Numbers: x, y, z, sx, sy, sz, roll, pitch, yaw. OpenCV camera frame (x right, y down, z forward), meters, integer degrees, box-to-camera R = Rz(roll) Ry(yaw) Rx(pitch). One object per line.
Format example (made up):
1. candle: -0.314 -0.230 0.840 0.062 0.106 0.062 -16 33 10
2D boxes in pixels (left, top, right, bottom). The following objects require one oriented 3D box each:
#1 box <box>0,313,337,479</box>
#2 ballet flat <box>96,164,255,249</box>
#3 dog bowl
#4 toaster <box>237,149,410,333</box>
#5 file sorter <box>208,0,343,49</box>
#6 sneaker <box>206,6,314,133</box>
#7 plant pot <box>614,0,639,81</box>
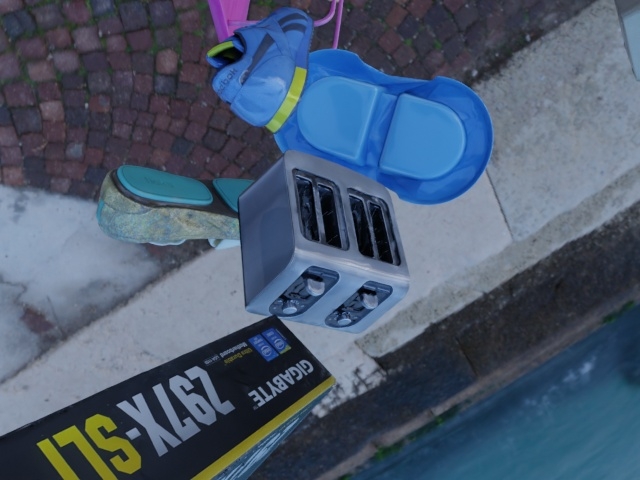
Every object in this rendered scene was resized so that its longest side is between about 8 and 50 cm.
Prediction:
1. box: -0.151 0.187 0.382 0.257 0.079 0.322 -52 164 22
2. ballet flat: -0.174 -0.037 0.967 0.348 0.123 0.123 4 125 -43
3. dog bowl: 0.083 -0.151 0.860 0.297 0.074 0.166 18 98 11
4. toaster: 0.000 0.000 0.726 0.168 0.186 0.110 18 139 -34
5. file sorter: -0.064 -0.428 0.909 0.182 0.202 0.291 2 151 6
6. sneaker: -0.057 -0.182 0.594 0.082 0.209 0.069 27 126 -19
7. plant pot: 0.333 -0.211 0.591 0.096 0.109 0.109 -14 127 26
